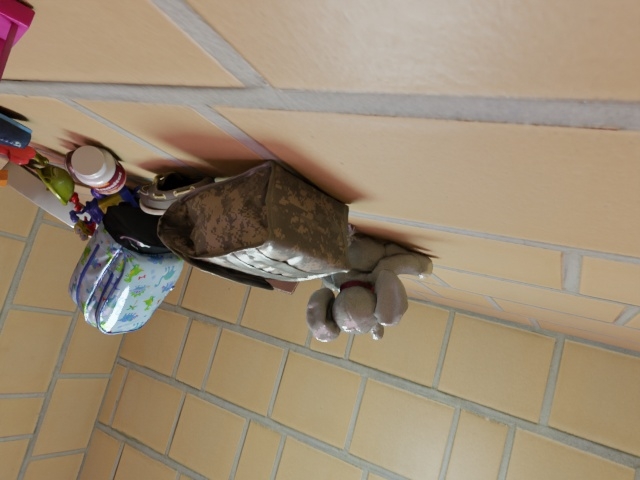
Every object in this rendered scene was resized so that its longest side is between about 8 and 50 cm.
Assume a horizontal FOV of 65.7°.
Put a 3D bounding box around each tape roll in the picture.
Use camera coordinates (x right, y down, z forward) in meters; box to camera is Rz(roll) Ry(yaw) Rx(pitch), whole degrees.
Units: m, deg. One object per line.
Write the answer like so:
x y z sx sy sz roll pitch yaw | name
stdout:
-0.899 -0.133 1.702 0.392 0.072 0.392 33 171 6 | tape roll

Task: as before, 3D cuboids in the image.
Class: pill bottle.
-0.487 -0.156 1.087 0.086 0.086 0.152 16 173 -6 | pill bottle

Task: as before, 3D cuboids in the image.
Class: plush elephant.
0.109 0.131 1.225 0.272 0.255 0.330 -10 152 30 | plush elephant

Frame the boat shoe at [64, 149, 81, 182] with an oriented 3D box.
-0.575 -0.172 1.195 0.073 0.073 0.207 14 172 -5 | boat shoe

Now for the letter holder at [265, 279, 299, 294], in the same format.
-0.177 -0.008 1.418 0.302 0.214 0.152 20 -157 -26 | letter holder

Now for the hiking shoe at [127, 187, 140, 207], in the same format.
-0.629 -0.124 1.662 0.132 0.113 0.304 -13 -175 -32 | hiking shoe

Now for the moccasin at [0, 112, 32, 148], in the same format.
-0.747 -0.229 0.956 0.342 0.116 0.138 17 172 -9 | moccasin

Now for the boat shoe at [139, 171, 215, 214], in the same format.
-0.314 -0.106 1.090 0.305 0.091 0.109 13 -147 43 | boat shoe

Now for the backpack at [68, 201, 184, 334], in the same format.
-0.555 0.093 1.418 0.273 0.356 0.290 56 -162 15 | backpack

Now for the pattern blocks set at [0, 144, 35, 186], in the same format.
-0.783 -0.195 1.024 0.286 0.026 0.324 25 -157 -16 | pattern blocks set

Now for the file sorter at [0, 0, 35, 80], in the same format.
-0.465 -0.178 0.513 0.202 0.182 0.291 21 170 -40 | file sorter

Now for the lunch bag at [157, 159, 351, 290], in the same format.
-0.126 -0.005 0.922 0.287 0.168 0.235 -13 157 33 | lunch bag

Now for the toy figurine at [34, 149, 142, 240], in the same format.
-0.621 -0.136 1.424 0.191 0.217 0.362 57 167 36 | toy figurine
